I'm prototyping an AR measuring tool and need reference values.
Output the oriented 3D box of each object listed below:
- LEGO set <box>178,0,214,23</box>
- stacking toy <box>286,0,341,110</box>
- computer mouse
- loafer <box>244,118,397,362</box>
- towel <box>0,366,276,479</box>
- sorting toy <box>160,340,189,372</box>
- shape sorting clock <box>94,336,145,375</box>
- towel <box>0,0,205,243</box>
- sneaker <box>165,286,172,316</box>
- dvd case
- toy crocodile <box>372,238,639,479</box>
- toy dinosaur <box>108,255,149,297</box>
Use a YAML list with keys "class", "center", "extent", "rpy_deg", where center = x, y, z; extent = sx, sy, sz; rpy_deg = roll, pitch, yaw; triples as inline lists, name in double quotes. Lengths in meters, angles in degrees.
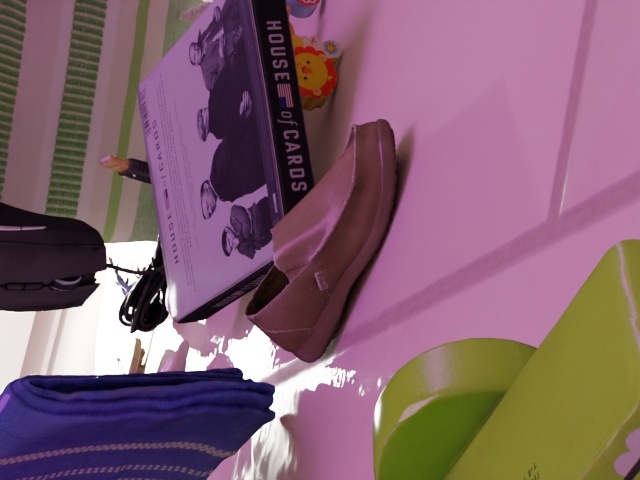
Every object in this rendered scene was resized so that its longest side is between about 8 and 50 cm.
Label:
- class: "LEGO set"
  center: [-0.061, -0.272, 1.549]
  extent: [0.182, 0.060, 0.244]
  rpy_deg: [-176, 102, -80]
- class: "stacking toy"
  center: [-0.021, -0.153, 1.253]
  extent: [0.167, 0.052, 0.221]
  rpy_deg: [129, 155, -58]
- class: "computer mouse"
  center: [-0.220, -0.001, 1.489]
  extent: [0.184, 0.262, 0.060]
  rpy_deg: [-58, 27, 34]
- class: "loafer"
  center: [0.000, 0.000, 0.954]
  extent: [0.056, 0.050, 0.148]
  rpy_deg: [-99, 27, -62]
- class: "towel"
  center: [-0.179, 0.203, 1.015]
  extent: [0.336, 0.040, 0.243]
  rpy_deg: [-53, -25, 16]
- class: "sorting toy"
  center: [-0.119, 0.116, 1.379]
  extent: [0.083, 0.045, 0.075]
  rpy_deg: [129, 160, -63]
- class: "shape sorting clock"
  center: [-0.199, 0.186, 1.637]
  extent: [0.206, 0.040, 0.206]
  rpy_deg: [-164, 90, -81]
- class: "towel"
  center: [-0.247, -0.115, 1.580]
  extent: [0.038, 0.325, 0.247]
  rpy_deg: [23, 108, 44]
- class: "sneaker"
  center: [-0.099, -0.001, 1.416]
  extent: [0.067, 0.042, 0.118]
  rpy_deg: [113, 158, -49]
- class: "dvd case"
  center: [-0.064, -0.055, 1.177]
  extent: [0.239, 0.030, 0.179]
  rpy_deg: [148, 115, -65]
- class: "toy crocodile"
  center: [0.039, 0.141, 0.528]
  extent: [0.115, 0.105, 0.340]
  rpy_deg: [-93, 27, -57]
- class: "toy dinosaur"
  center: [-0.170, 0.047, 1.737]
  extent: [0.082, 0.047, 0.090]
  rpy_deg: [-130, 23, -65]
